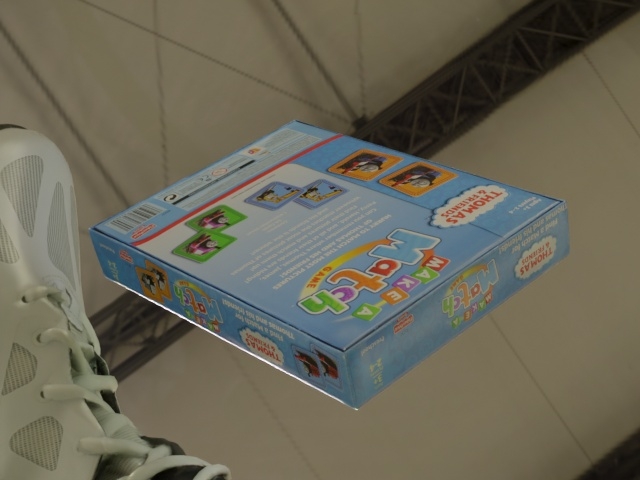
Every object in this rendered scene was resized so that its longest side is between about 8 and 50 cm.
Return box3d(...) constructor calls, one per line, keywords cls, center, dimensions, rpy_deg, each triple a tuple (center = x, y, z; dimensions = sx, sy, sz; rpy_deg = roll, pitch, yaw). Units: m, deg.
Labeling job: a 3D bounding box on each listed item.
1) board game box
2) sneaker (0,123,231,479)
box3d(cls="board game box", center=(0.000, 0.000, 0.627), dimensions=(0.211, 0.160, 0.039), rpy_deg=(21, -48, 45))
box3d(cls="sneaker", center=(-0.110, 0.121, 0.653), dimensions=(0.257, 0.169, 0.448), rpy_deg=(-12, -114, 19))
